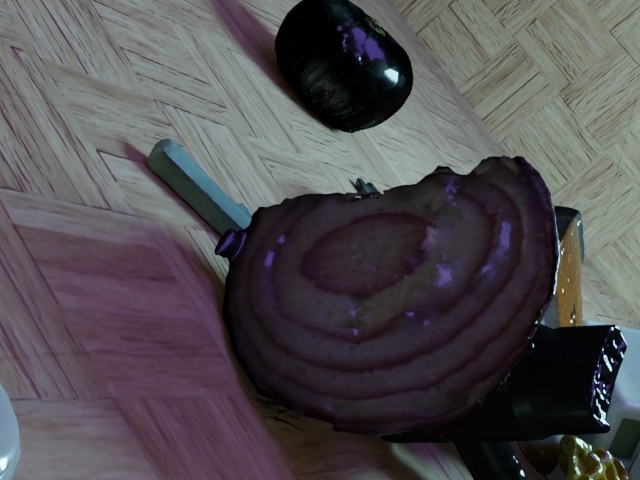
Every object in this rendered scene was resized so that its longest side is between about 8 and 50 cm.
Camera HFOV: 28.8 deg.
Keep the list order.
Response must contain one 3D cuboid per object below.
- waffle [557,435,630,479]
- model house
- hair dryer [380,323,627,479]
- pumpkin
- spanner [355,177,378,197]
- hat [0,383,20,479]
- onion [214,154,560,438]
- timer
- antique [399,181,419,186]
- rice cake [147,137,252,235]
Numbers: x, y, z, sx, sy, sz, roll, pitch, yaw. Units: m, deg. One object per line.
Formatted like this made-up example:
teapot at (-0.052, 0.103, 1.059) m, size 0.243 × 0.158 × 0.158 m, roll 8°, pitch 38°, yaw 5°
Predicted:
waffle at (0.314, 0.344, 1.372) m, size 0.243 × 0.059 × 0.237 m, roll 47°, pitch 37°, yaw -46°
model house at (0.195, 0.130, 1.409) m, size 0.271 × 0.190 × 0.301 m, roll -41°, pitch 123°, yaw -60°
hair dryer at (0.207, 0.208, 1.226) m, size 0.116 × 0.244 × 0.302 m, roll -55°, pitch 127°, yaw -39°
pumpkin at (0.036, -0.277, 1.935) m, size 0.233 × 0.163 × 0.233 m, roll 44°, pitch 15°, yaw -15°
spanner at (0.101, -0.004, 1.759) m, size 0.054 × 0.015 × 0.254 m, roll 32°, pitch 24°, yaw -41°
hat at (-0.212, 0.093, 0.542) m, size 0.203 × 0.126 × 0.203 m, roll 48°, pitch 14°, yaw -16°
onion at (0.063, 0.075, 1.125) m, size 0.146 × 0.314 × 0.280 m, roll 67°, pitch 24°, yaw -49°
timer at (0.397, 0.240, 1.571) m, size 0.194 × 0.192 × 0.195 m, roll 12°, pitch 27°, yaw -9°
antique at (0.168, 0.065, 1.584) m, size 0.284 × 0.125 × 0.150 m, roll 53°, pitch 18°, yaw 11°
rice cake at (-0.102, -0.034, 1.266) m, size 0.180 × 0.030 × 0.042 m, roll 44°, pitch 30°, yaw -18°
